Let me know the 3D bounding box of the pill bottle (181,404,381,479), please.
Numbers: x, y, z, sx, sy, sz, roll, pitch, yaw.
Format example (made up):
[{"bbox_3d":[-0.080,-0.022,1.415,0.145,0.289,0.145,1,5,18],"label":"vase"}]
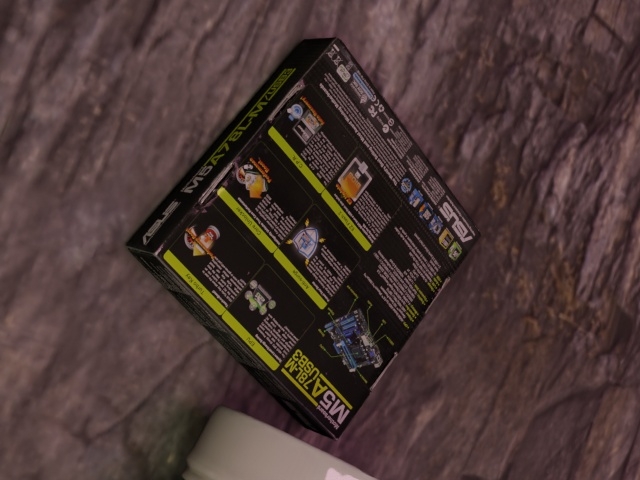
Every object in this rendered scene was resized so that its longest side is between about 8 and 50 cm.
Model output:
[{"bbox_3d":[-0.071,0.261,0.582,0.176,0.176,0.319,34,75,-34],"label":"pill bottle"}]

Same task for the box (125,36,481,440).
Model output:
[{"bbox_3d":[0.000,0.000,0.685,0.184,0.045,0.191,-52,122,-17],"label":"box"}]
